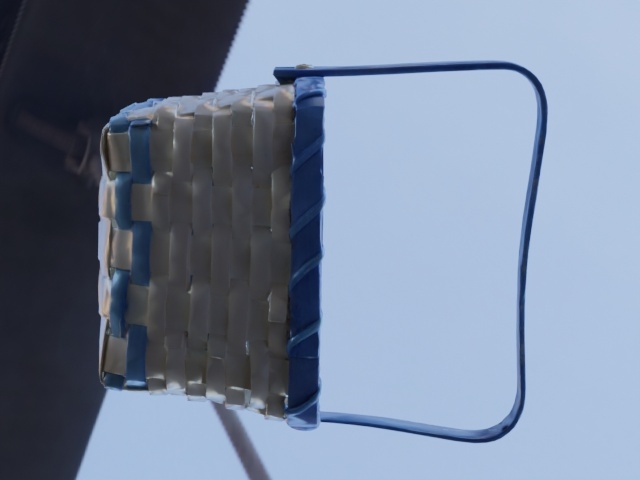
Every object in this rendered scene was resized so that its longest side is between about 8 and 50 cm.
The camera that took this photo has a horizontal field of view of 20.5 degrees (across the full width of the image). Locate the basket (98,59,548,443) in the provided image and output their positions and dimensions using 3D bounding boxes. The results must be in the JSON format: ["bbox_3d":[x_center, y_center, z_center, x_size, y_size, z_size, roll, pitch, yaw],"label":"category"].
[{"bbox_3d":[0.000,0.000,1.168,0.289,0.201,0.255,5,-82,3],"label":"basket"}]
